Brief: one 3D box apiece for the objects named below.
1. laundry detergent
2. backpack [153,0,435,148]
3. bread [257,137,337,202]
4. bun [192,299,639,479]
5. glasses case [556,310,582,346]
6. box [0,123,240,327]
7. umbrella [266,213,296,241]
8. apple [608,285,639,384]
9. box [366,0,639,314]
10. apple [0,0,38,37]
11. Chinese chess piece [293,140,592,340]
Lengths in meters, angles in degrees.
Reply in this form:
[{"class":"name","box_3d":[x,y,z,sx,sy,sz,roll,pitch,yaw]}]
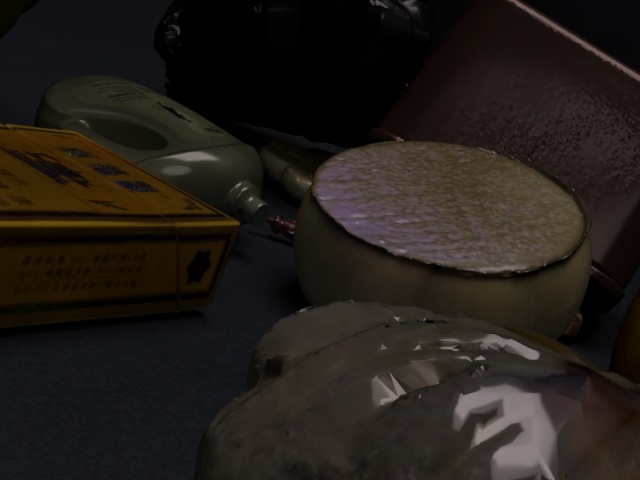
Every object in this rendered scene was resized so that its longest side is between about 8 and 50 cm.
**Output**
[{"class":"laundry detergent","box_3d":[-0.151,-0.079,1.332,0.253,0.091,0.181,31,17,31]},{"class":"backpack","box_3d":[-0.025,-0.250,1.692,0.363,0.255,0.446,11,-14,-7]},{"class":"bread","box_3d":[0.008,-0.073,1.680,0.182,0.039,0.251,22,13,1]},{"class":"bun","box_3d":[0.073,0.137,0.613,0.281,0.205,0.281,20,15,-6]},{"class":"glasses case","box_3d":[0.166,0.029,1.443,0.122,0.082,0.321,21,13,-26]},{"class":"box","box_3d":[-0.223,-0.017,0.989,0.193,0.084,0.301,29,15,27]},{"class":"umbrella","box_3d":[0.000,0.000,1.414,0.165,0.025,0.027,19,-6,-24]},{"class":"apple","box_3d":[0.376,0.124,0.849,0.374,0.374,0.384,19,3,-16]},{"class":"box","box_3d":[0.260,-0.103,1.595,0.339,0.229,0.239,34,-6,10]},{"class":"apple","box_3d":[-0.410,-0.295,1.353,0.254,0.292,0.292,44,9,-14]},{"class":"Chinese chess piece","box_3d":[0.110,0.006,1.228,0.270,0.112,0.270,6,28,-3]}]
